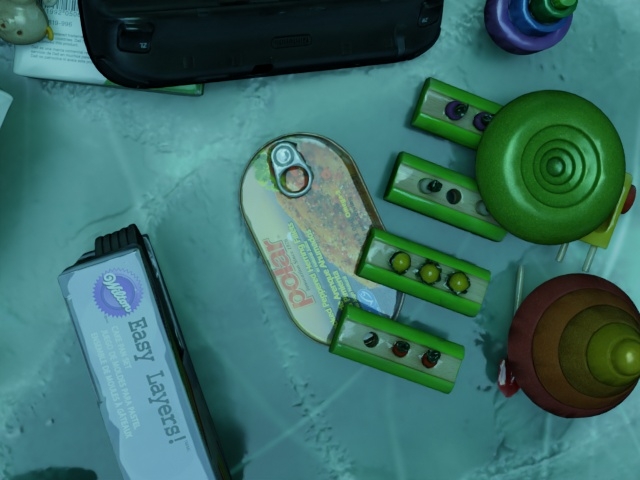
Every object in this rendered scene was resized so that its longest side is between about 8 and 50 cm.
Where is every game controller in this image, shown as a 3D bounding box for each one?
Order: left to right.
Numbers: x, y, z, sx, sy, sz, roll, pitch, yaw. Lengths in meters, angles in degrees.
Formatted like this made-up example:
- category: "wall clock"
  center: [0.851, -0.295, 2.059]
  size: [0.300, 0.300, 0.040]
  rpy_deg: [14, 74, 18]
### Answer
- category: "game controller"
  center: [-0.041, -0.214, 1.113]
  size: [0.319, 0.067, 0.166]
  rpy_deg: [-10, 87, -30]

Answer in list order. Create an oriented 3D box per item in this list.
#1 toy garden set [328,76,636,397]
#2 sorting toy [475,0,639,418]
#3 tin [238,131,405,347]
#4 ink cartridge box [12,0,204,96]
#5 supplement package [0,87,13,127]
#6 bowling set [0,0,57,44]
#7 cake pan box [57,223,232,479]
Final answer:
- category: "toy garden set"
  center: [0.145, 0.012, 1.178]
  size: [0.204, 0.049, 0.244]
  rpy_deg: [20, 86, -12]
- category: "sorting toy"
  center: [0.201, -0.035, 1.103]
  size: [0.127, 0.126, 0.365]
  rpy_deg: [-10, 93, -10]
- category: "tin"
  center: [0.000, 0.000, 1.198]
  size: [0.106, 0.040, 0.190]
  rpy_deg: [-24, 95, -6]
- category: "ink cartridge box"
  center: [-0.160, -0.228, 1.148]
  size: [0.153, 0.087, 0.208]
  rpy_deg: [7, 94, -3]
- category: "supplement package"
  center: [-0.359, -0.069, 1.061]
  size: [0.149, 0.203, 0.194]
  rpy_deg: [20, 99, -35]
- category: "bowling set"
  center: [-0.346, -0.225, 1.020]
  size: [0.287, 0.200, 0.154]
  rpy_deg: [29, 131, 15]
- category: "cake pan box"
  center: [-0.128, 0.122, 1.094]
  size: [0.070, 0.246, 0.267]
  rpy_deg: [-19, 93, -6]
